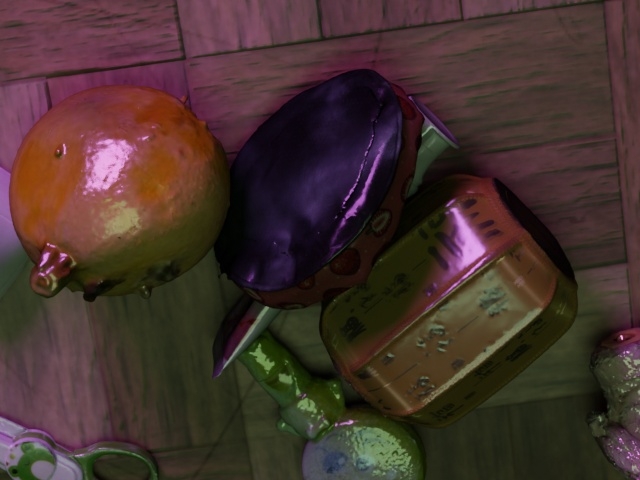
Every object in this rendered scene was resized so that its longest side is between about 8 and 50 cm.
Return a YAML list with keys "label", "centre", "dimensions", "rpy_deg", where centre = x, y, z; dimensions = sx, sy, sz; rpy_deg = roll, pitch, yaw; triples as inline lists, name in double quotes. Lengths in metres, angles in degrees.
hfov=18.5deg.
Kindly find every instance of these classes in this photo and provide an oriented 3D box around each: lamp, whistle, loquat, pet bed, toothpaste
- label: "lamp"
  centre: [0.099, 0.048, 1.546]
  dimensions: [0.185, 0.161, 0.161]
  rpy_deg: [-38, 106, 13]
- label: "whistle"
  centre: [0.006, 0.152, 1.635]
  dimensions: [0.104, 0.057, 0.198]
  rpy_deg: [-40, 98, 17]
- label: "loquat"
  centre: [-0.158, -0.031, 1.499]
  dimensions: [0.172, 0.204, 0.149]
  rpy_deg: [11, 141, 26]
- label: "pet bed"
  centre: [-0.005, -0.038, 1.497]
  dimensions: [0.201, 0.201, 0.053]
  rpy_deg: [-45, 128, 13]
- label: "toothpaste"
  centre: [0.000, 0.000, 1.558]
  dimensions: [0.061, 0.096, 0.266]
  rpy_deg: [41, 101, -12]

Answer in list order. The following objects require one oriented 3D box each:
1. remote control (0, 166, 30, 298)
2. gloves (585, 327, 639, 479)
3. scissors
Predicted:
- label: "remote control"
  centre: [-0.363, -0.065, 1.543]
  dimensions: [0.313, 0.055, 0.109]
  rpy_deg: [36, 104, -12]
- label: "gloves"
  centre: [0.266, 0.144, 1.613]
  dimensions: [0.094, 0.110, 0.144]
  rpy_deg: [-16, 80, 12]
- label: "scissors"
  centre: [-0.238, 0.182, 1.647]
  dimensions: [0.204, 0.027, 0.101]
  rpy_deg: [29, 105, -13]
